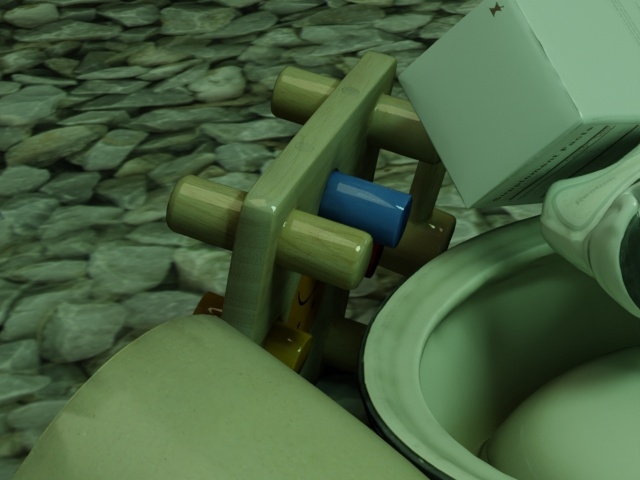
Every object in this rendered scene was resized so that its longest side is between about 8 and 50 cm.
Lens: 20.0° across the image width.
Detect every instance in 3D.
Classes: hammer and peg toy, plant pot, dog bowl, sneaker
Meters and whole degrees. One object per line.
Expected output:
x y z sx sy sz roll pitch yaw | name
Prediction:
0.000 0.000 1.240 0.127 0.266 0.361 18 32 11 | hammer and peg toy
0.003 0.207 0.873 0.274 0.256 0.256 25 37 22 | plant pot
0.229 0.121 1.073 0.408 0.150 0.408 -5 25 2 | dog bowl
0.267 -0.043 1.127 0.292 0.110 0.118 -18 19 -25 | sneaker

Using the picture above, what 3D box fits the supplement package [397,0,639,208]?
0.158 -0.093 1.171 0.179 0.105 0.105 -4 -27 -49 | supplement package
